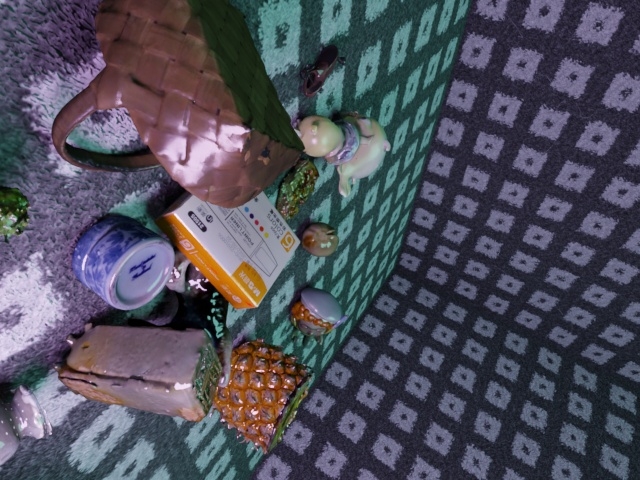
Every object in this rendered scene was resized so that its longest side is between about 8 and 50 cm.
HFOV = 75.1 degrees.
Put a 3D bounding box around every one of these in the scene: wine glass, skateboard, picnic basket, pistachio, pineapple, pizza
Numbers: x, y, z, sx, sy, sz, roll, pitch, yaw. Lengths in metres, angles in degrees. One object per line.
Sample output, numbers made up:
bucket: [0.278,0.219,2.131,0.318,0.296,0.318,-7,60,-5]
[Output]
wine glass: [-0.541,0.311,0.632,0.204,0.111,0.111,-24,138,-46]
skateboard: [-0.003,-0.455,1.109,0.152,0.067,0.080,-57,150,-5]
picnic basket: [-0.231,-0.188,0.636,0.338,0.336,0.293,-67,166,10]
pistachio: [0.000,0.000,1.572,0.144,0.143,0.215,-62,166,-2]
pineapple: [-0.210,0.527,1.449,0.352,0.299,0.353,-50,155,-34]
pizza: [-0.070,-0.152,1.298,0.226,0.069,0.147,-55,161,-21]

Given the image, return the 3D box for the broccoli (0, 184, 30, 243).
broccoli: [-0.423,0.025,0.468,0.220,0.194,0.194,-47,155,-23]

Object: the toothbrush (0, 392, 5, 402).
toothbrush: [-0.536,0.178,0.624,0.026,0.028,0.295,-43,157,-41]

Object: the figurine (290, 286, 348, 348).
figurine: [-0.053,0.352,1.887,0.382,0.224,0.205,-49,-162,44]

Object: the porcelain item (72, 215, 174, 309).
porcelain item: [-0.356,0.038,0.756,0.147,0.114,0.147,-51,159,-29]

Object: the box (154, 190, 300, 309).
box: [-0.186,-0.017,0.910,0.274,0.091,0.221,53,47,-26]

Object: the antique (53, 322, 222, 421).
antique: [-0.346,0.241,0.793,0.150,0.283,0.125,91,8,-47]

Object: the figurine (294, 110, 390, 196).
figurine: [0.057,-0.272,1.265,0.394,0.226,0.275,2,87,-58]

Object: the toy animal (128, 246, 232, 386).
toy animal: [-0.300,0.180,0.968,0.302,0.194,0.345,39,68,-65]
